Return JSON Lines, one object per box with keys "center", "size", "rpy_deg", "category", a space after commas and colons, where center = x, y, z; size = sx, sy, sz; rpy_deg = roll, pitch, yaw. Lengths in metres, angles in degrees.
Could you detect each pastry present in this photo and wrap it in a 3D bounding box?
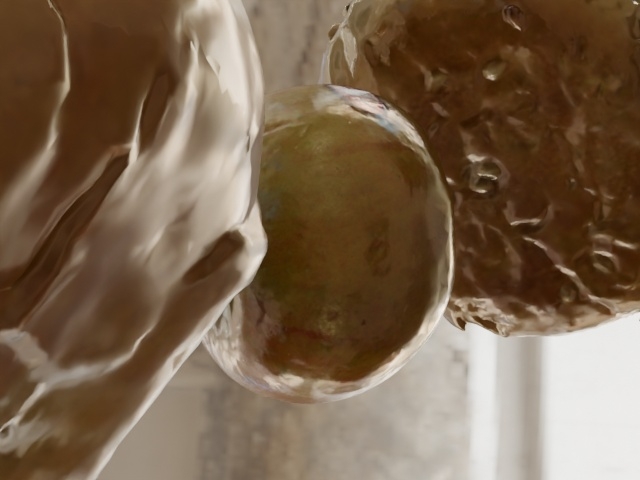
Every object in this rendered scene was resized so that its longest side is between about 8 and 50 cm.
{"center": [0.148, -0.085, 1.403], "size": [0.315, 0.285, 0.184], "rpy_deg": [58, -153, -24], "category": "pastry"}
{"center": [-0.207, -0.001, 0.732], "size": [0.409, 0.245, 0.409], "rpy_deg": [-39, -25, -23], "category": "pastry"}

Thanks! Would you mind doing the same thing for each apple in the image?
{"center": [0.000, 0.000, 1.137], "size": [0.155, 0.182, 0.182], "rpy_deg": [-13, -82, -29], "category": "apple"}
